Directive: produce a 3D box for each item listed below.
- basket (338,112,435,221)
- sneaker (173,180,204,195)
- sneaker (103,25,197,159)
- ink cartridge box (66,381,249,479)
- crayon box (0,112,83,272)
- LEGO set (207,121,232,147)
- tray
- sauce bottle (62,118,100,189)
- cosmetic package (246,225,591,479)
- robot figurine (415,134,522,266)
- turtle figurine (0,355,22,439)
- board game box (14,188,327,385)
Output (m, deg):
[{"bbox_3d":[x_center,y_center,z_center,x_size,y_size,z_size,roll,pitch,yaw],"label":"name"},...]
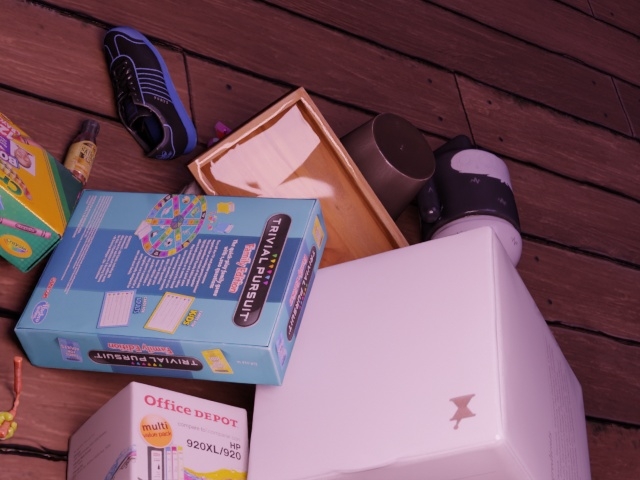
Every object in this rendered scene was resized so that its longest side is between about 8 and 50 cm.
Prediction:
[{"bbox_3d":[0.064,-0.088,2.104,0.204,0.227,0.154,43,39,-9],"label":"basket"},{"bbox_3d":[-0.194,0.011,1.894,0.115,0.090,0.232,44,40,-12],"label":"sneaker"},{"bbox_3d":[-0.276,-0.226,2.010,0.232,0.081,0.090,58,32,8],"label":"sneaker"},{"bbox_3d":[-0.194,0.319,1.576,0.171,0.168,0.232,20,47,-31],"label":"ink cartridge box"},{"bbox_3d":[-0.447,-0.103,1.694,0.278,0.081,0.165,42,20,-19],"label":"crayon box"},{"bbox_3d":[-0.094,-0.077,2.057,0.227,0.093,0.087,36,-5,26],"label":"LEGO set"},{"bbox_3d":[0.000,0.000,1.943,0.411,0.203,0.076,56,-7,-10],"label":"tray"},{"bbox_3d":[-0.344,-0.124,1.894,0.042,0.042,0.128,30,44,-23],"label":"sauce bottle"},{"bbox_3d":[0.144,0.253,1.715,0.393,0.330,0.327,55,28,-42],"label":"cosmetic package"},{"bbox_3d":[0.254,-0.046,2.299,0.209,0.173,0.278,0,54,-8],"label":"robot figurine"},{"bbox_3d":[-0.428,0.193,1.484,0.269,0.087,0.217,71,22,-56],"label":"turtle figurine"},{"bbox_3d":[-0.184,0.054,1.688,0.079,0.336,0.253,77,23,-45],"label":"board game box"}]
